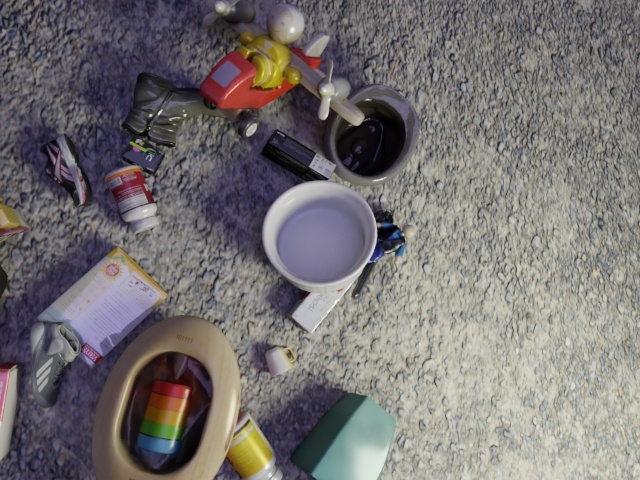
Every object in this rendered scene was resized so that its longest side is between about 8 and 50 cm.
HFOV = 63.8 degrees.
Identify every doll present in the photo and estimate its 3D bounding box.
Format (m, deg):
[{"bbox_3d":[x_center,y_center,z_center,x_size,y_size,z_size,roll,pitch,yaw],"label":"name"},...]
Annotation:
[{"bbox_3d":[0.176,0.010,1.397,0.189,0.046,0.129,-26,77,-15],"label":"doll"}]

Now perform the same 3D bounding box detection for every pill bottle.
[{"bbox_3d":[-0.173,0.520,1.258,0.103,0.103,0.184,-34,95,-17],"label":"pill bottle"},{"bbox_3d":[-0.449,-0.098,1.240,0.086,0.086,0.151,-24,93,-17],"label":"pill bottle"}]

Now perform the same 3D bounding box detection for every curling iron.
[{"bbox_3d":[0.139,0.035,1.430,0.068,0.035,0.273,23,78,-9],"label":"curling iron"}]

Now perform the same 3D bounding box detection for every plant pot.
[{"bbox_3d":[0.072,0.517,1.307,0.166,0.165,0.234,40,68,-10],"label":"plant pot"}]

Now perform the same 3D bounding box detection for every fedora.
[{"bbox_3d":[0.126,-0.274,1.406,0.244,0.124,0.275,31,84,-10],"label":"fedora"}]

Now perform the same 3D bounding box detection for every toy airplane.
[{"bbox_3d":[-0.090,-0.445,1.241,0.387,0.272,0.384,6,54,-18],"label":"toy airplane"}]

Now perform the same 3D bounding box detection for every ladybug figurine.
[{"bbox_3d":[-0.341,0.396,1.173,0.306,0.162,0.448,17,77,0],"label":"ladybug figurine"}]

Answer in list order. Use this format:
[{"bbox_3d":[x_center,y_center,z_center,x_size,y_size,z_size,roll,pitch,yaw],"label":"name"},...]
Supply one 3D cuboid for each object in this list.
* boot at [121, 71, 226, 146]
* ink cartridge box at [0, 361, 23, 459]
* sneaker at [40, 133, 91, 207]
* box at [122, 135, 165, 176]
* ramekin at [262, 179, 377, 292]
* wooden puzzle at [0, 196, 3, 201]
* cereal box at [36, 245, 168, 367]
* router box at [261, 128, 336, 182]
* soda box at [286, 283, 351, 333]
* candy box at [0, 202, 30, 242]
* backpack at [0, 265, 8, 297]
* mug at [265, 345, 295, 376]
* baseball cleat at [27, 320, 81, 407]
[{"bbox_3d":[-0.353,-0.301,1.277,0.247,0.083,0.161,13,78,-19],"label":"boot"},{"bbox_3d":[-0.807,0.356,1.076,0.283,0.117,0.207,8,83,-16],"label":"ink cartridge box"},{"bbox_3d":[-0.604,-0.156,1.217,0.077,0.072,0.178,-21,83,-5],"label":"sneaker"},{"bbox_3d":[-0.436,-0.208,1.271,0.083,0.052,0.062,28,77,-14],"label":"box"},{"bbox_3d":[0.000,0.000,1.297,0.278,0.135,0.276,-1,69,3],"label":"ramekin"},{"bbox_3d":[-0.800,-0.103,1.174,0.116,0.014,0.078,36,72,-11],"label":"wooden puzzle"},{"bbox_3d":[-0.509,0.155,1.219,0.240,0.047,0.173,-45,98,-14],"label":"cereal box"},{"bbox_3d":[-0.061,-0.211,1.340,0.179,0.133,0.046,30,79,-13],"label":"router box"},{"bbox_3d":[0.009,0.140,1.364,0.074,0.069,0.216,43,76,-9],"label":"soda box"},{"bbox_3d":[-0.708,-0.027,1.103,0.109,0.187,0.053,-30,95,-18],"label":"candy box"},{"bbox_3d":[-0.880,0.113,1.008,0.356,0.273,0.290,3,48,2],"label":"backpack"},{"bbox_3d":[-0.109,0.307,1.328,0.062,0.078,0.064,-27,84,15],"label":"mug"},{"bbox_3d":[-0.590,0.280,1.144,0.110,0.072,0.205,0,105,4],"label":"baseball cleat"}]
